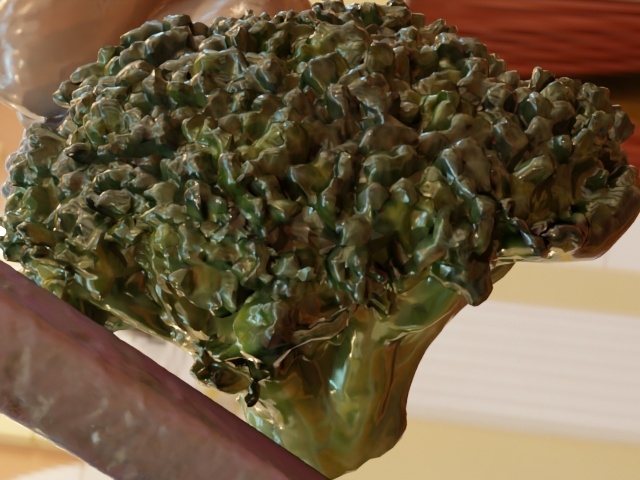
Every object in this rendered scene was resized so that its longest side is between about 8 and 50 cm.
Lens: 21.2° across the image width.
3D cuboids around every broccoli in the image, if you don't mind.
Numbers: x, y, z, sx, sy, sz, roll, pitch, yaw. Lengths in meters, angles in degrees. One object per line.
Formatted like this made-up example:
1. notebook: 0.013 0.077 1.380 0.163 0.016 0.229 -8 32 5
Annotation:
1. broccoli: 0.000 0.000 0.862 0.248 0.288 0.245 -49 -27 -35

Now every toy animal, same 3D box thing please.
1. toy animal: -0.102 -0.114 1.108 0.210 0.221 0.229 81 -178 -59

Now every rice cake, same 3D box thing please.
1. rice cake: -0.060 0.097 0.768 0.056 0.365 0.072 -56 6 0
